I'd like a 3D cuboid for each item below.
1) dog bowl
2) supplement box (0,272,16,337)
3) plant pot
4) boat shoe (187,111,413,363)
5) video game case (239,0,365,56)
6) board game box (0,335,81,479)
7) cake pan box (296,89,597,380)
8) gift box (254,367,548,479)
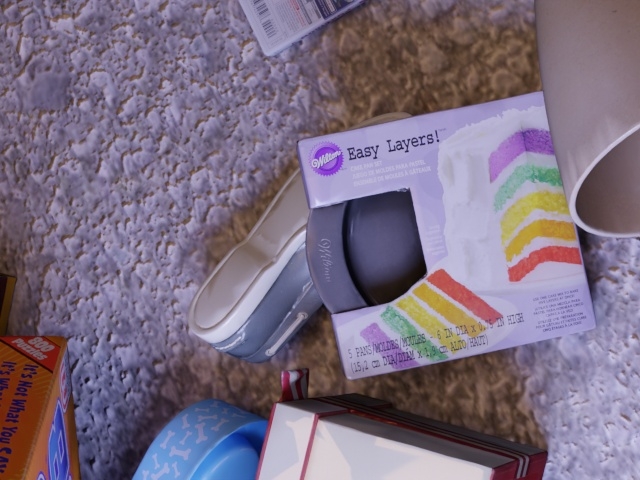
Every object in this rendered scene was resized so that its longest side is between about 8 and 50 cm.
[{"bbox_3d":[-0.150,0.298,1.659,0.074,0.166,0.297,32,99,30],"label":"dog bowl"},{"bbox_3d":[-0.485,0.081,1.775,0.191,0.194,0.129,12,91,21],"label":"supplement box"},{"bbox_3d":[0.305,-0.184,1.481,0.256,0.256,0.274,-28,61,17],"label":"plant pot"},{"bbox_3d":[0.000,0.000,1.661,0.319,0.099,0.116,-46,36,1],"label":"boat shoe"},{"bbox_3d":[-0.025,-0.329,1.698,0.183,0.023,0.201,-28,82,22],"label":"video game case"},{"bbox_3d":[-0.432,0.334,1.540,0.356,0.356,0.356,-1,115,0],"label":"board game box"},{"bbox_3d":[0.117,-0.005,1.558,0.267,0.070,0.245,-10,88,-2],"label":"cake pan box"},{"bbox_3d":[0.049,0.271,1.525,0.258,0.276,0.255,13,87,22],"label":"gift box"}]
